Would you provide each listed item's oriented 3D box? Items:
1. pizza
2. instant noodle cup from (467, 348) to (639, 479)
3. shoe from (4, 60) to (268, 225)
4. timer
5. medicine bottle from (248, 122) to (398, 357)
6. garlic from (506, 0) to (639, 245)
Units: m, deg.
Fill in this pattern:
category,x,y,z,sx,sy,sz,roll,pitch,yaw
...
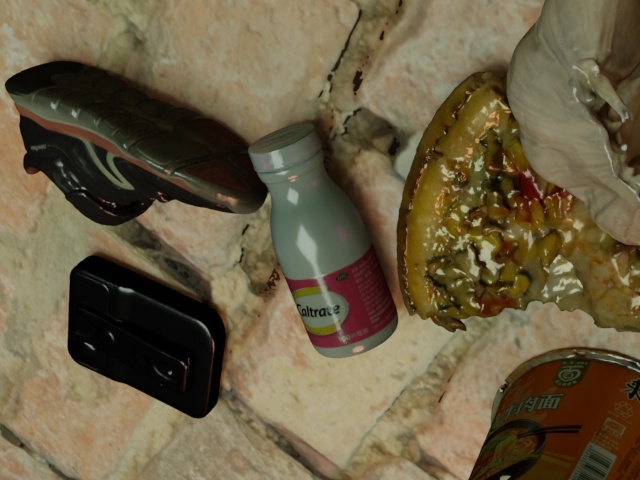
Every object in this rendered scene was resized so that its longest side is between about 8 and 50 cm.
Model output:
category,x,y,z,sx,sy,sz,roll,pitch,yaw
pizza,0.174,0.016,1.259,0.287,0.074,0.251,46,134,3
instant noodle cup,0.230,0.241,1.290,0.230,0.182,0.230,15,125,23
shoe,-0.191,-0.072,1.400,0.291,0.114,0.137,24,123,21
timer,-0.196,0.109,1.557,0.187,0.055,0.144,23,127,18
medicine bottle,0.000,0.000,1.342,0.090,0.090,0.216,-7,114,35
garlic,0.213,-0.098,1.090,0.143,0.178,0.229,-4,112,37
